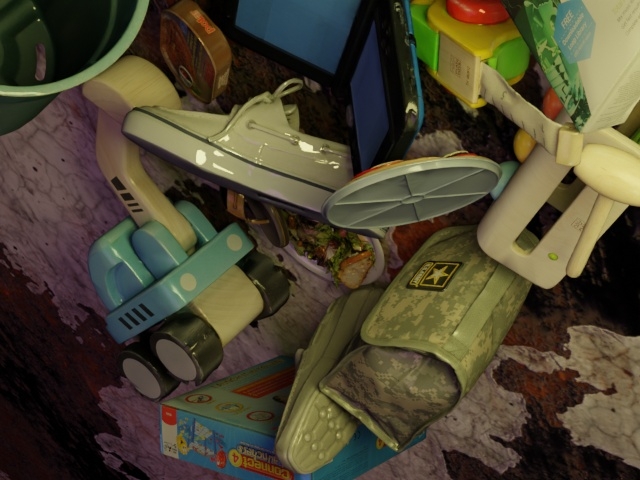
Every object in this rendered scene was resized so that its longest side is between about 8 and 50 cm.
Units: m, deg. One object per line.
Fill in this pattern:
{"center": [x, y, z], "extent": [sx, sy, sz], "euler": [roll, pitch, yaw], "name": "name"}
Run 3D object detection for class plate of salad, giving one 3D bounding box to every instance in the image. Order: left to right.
{"center": [0.000, 0.000, 1.734], "extent": [0.200, 0.048, 0.200], "euler": [25, 146, 18], "name": "plate of salad"}

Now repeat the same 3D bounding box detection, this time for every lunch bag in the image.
{"center": [0.153, 0.110, 1.553], "extent": [0.169, 0.235, 0.287], "euler": [40, 148, 1], "name": "lunch bag"}

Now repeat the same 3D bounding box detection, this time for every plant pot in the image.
{"center": [-0.428, -0.296, 1.539], "extent": [0.341, 0.341, 0.334], "euler": [43, 155, -10], "name": "plant pot"}

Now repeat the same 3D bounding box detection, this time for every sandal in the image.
{"center": [-0.120, -0.076, 1.701], "extent": [0.219, 0.060, 0.090], "euler": [57, 166, -16], "name": "sandal"}

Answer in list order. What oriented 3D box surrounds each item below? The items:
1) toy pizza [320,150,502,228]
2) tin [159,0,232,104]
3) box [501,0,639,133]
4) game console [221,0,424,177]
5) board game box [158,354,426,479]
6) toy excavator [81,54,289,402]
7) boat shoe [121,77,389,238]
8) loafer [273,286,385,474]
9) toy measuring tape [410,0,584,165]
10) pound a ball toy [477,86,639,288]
{"center": [0.097, -0.059, 1.308], "extent": [0.201, 0.201, 0.032], "euler": [-36, 62, 56], "name": "toy pizza"}
{"center": [-0.160, -0.241, 1.546], "extent": [0.106, 0.040, 0.189], "euler": [52, 164, 6], "name": "tin"}
{"center": [0.210, -0.286, 1.019], "extent": [0.322, 0.058, 0.232], "euler": [66, 155, 23], "name": "box"}
{"center": [-0.008, -0.187, 1.331], "extent": [0.173, 0.250, 0.293], "euler": [-4, 164, -9], "name": "game console"}
{"center": [-0.040, 0.284, 1.890], "extent": [0.302, 0.308, 0.086], "euler": [9, 105, 37], "name": "board game box"}
{"center": [-0.254, -0.014, 1.834], "extent": [0.445, 0.222, 0.433], "euler": [51, 144, -6], "name": "toy excavator"}
{"center": [-0.064, -0.135, 1.546], "extent": [0.367, 0.156, 0.136], "euler": [20, 173, 6], "name": "boat shoe"}
{"center": [0.011, 0.197, 1.714], "extent": [0.111, 0.319, 0.112], "euler": [-4, 129, 37], "name": "loafer"}
{"center": [0.192, -0.176, 1.208], "extent": [0.330, 0.121, 0.121], "euler": [49, 164, 47], "name": "toy measuring tape"}
{"center": [0.256, -0.066, 1.263], "extent": [0.136, 0.208, 0.319], "euler": [34, 148, 5], "name": "pound a ball toy"}
